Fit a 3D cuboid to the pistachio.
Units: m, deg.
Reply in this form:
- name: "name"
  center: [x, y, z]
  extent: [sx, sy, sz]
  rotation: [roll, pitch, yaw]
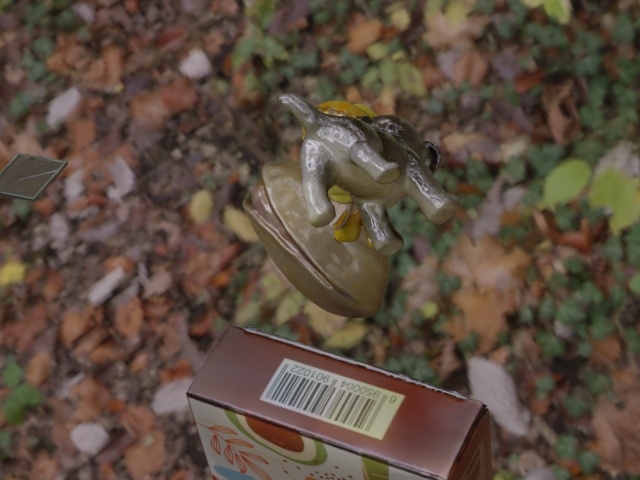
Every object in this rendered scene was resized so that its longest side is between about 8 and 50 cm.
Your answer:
- name: "pistachio"
  center: [0.000, 0.000, 2.183]
  extent: [0.162, 0.181, 0.293]
  rotation: [-47, 68, 27]

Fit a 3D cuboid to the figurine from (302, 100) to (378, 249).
- name: "figurine"
  center: [0.040, -0.092, 1.924]
  extent: [0.131, 0.246, 0.156]
  rotation: [14, 59, 15]

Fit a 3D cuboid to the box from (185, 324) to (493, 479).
- name: "box"
  center: [0.038, 0.311, 1.808]
  extent: [0.344, 0.385, 0.122]
  rotation: [16, 51, 23]

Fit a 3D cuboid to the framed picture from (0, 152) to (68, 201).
- name: "framed picture"
  center: [-0.344, -0.075, 1.676]
  extent: [0.089, 0.007, 0.066]
  rotation: [10, 52, 38]

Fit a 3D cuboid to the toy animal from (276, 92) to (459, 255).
- name: "toy animal"
  center: [0.055, -0.074, 1.565]
  extent: [0.121, 0.233, 0.169]
  rotation: [-38, 65, 21]
